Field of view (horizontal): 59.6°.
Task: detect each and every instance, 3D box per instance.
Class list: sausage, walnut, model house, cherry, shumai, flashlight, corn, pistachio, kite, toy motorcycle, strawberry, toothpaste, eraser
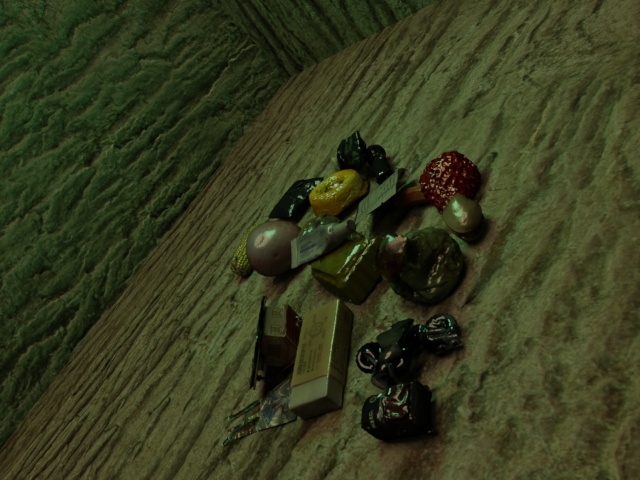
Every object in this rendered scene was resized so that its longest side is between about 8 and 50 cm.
[{"bbox_3d":[0.321,-0.147,1.848,0.169,0.065,0.065,-12,41,48],"label":"sausage"},{"bbox_3d":[0.008,-0.006,1.981,0.178,0.178,0.230,-25,27,34],"label":"walnut"},{"bbox_3d":[-0.131,0.325,1.763,0.294,0.154,0.207,-94,11,-67],"label":"model house"},{"bbox_3d":[-0.166,0.015,2.142,0.239,0.206,0.239,-42,14,13],"label":"cherry"},{"bbox_3d":[0.246,0.031,1.528,0.225,0.222,0.260,-41,22,13],"label":"shumai"},{"bbox_3d":[0.230,-0.291,2.156,0.093,0.093,0.232,-37,30,15],"label":"flashlight"},{"bbox_3d":[-0.313,0.035,2.444,0.106,0.106,0.293,-24,32,36],"label":"corn"},{"bbox_3d":[0.400,-0.063,1.562,0.113,0.113,0.149,-30,31,26],"label":"pistachio"},{"bbox_3d":[-0.174,0.504,1.664,0.310,0.015,0.169,-28,30,25],"label":"kite"},{"bbox_3d":[0.213,0.274,1.351,0.270,0.106,0.159,-25,34,13],"label":"toy motorcycle"},{"bbox_3d":[0.392,-0.189,1.705,0.190,0.111,0.236,-12,43,15],"label":"strawberry"},{"bbox_3d":[0.001,-0.001,1.809,0.282,0.068,0.099,-24,26,38],"label":"toothpaste"},{"bbox_3d":[0.005,0.330,1.590,0.144,0.078,0.343,-28,32,30],"label":"eraser"}]

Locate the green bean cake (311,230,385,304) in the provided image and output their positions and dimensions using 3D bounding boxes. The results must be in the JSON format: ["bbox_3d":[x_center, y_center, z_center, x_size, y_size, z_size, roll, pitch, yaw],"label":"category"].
[{"bbox_3d":[0.100,0.064,1.787,0.233,0.124,0.236,-50,26,-13],"label":"green bean cake"}]

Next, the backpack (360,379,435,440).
[{"bbox_3d":[0.166,0.384,1.251,0.165,0.106,0.120,-26,36,27],"label":"backpack"}]

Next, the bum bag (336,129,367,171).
[{"bbox_3d":[0.119,-0.359,2.279,0.095,0.144,0.340,-6,4,-9],"label":"bum bag"}]

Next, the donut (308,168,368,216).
[{"bbox_3d":[0.070,-0.185,2.216,0.254,0.118,0.253,-25,22,11],"label":"donut"}]

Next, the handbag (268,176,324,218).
[{"bbox_3d":[-0.107,-0.189,2.489,0.254,0.088,0.211,-49,24,-18],"label":"handbag"}]

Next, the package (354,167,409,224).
[{"bbox_3d":[0.205,-0.155,1.923,0.204,0.062,0.251,-44,3,30],"label":"package"}]

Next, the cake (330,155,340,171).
[{"bbox_3d":[0.107,-0.370,2.483,0.121,0.065,0.052,-44,28,-14],"label":"cake"}]
